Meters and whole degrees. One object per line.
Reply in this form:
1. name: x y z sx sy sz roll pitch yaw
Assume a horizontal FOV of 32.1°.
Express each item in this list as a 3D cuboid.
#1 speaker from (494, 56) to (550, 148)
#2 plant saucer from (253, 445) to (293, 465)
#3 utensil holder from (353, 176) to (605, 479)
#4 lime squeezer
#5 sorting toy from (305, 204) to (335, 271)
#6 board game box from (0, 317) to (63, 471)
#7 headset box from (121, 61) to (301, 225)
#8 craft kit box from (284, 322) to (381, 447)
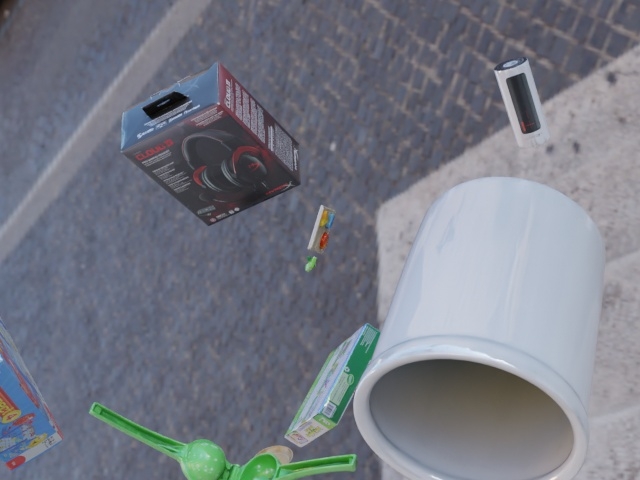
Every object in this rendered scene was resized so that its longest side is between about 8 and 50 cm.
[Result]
1. speaker: 0.317 -0.215 1.746 0.055 0.055 0.136 19 133 60
2. plant saucer: -0.094 0.441 2.222 0.083 0.083 0.015 34 142 58
3. utensil holder: 0.254 0.136 1.665 0.327 0.328 0.385 -45 17 45
4. lime squeezer: -0.109 0.249 1.249 0.110 0.310 0.058 69 -147 -63
5. sorting toy: 0.000 0.000 1.377 0.012 0.062 0.083 17 90 15
6. board game box: -0.474 0.116 1.466 0.308 0.086 0.302 55 166 24
7. headset box: -0.204 -0.176 2.012 0.218 0.293 0.110 -23 49 22
8. craft kit box: 0.029 0.334 2.545 0.250 0.061 0.246 -59 8 -28
